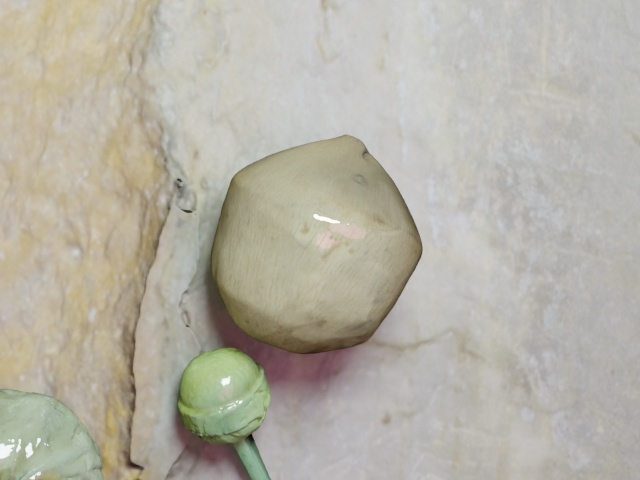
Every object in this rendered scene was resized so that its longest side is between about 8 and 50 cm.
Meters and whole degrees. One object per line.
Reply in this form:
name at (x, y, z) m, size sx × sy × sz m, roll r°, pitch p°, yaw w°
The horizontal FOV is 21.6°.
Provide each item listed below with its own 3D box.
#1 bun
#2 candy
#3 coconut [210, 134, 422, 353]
bun at (-0.297, 0.247, 1.582) m, size 0.204 × 0.126 × 0.212 m, roll 34°, pitch 81°, yaw -25°
candy at (-0.057, 0.257, 1.749) m, size 0.092 × 0.093 × 0.336 m, roll -14°, pitch 118°, yaw 18°
coconut at (0.000, 0.000, 1.671) m, size 0.224 × 0.224 × 0.224 m, roll -3°, pitch 97°, yaw -27°
